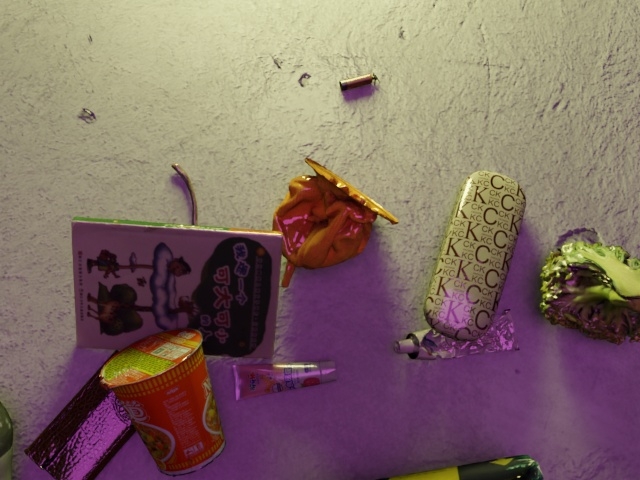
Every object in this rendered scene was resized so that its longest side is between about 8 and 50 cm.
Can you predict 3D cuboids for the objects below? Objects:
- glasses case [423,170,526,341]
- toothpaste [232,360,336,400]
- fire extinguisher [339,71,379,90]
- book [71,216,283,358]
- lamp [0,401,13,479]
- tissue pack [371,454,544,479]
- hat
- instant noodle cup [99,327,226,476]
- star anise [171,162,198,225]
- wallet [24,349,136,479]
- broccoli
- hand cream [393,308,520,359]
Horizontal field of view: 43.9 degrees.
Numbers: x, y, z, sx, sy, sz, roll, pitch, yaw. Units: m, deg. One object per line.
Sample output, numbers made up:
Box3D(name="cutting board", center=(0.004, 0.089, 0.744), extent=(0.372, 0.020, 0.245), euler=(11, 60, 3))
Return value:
Box3D(name="glasses case", center=(0.305, 0.026, 1.557), extent=(0.137, 0.085, 0.355), euler=(21, 71, 0))
Box3D(name="toothpaste", center=(-0.068, 0.259, 1.513), extent=(0.194, 0.043, 0.067), euler=(-7, 85, -2))
Box3D(name="fire extinguisher", center=(0.081, -0.325, 1.634), extent=(0.083, 0.022, 0.028), euler=(-16, 121, -9))
Box3D(name="book", center=(-0.261, 0.091, 1.446), extent=(0.370, 0.043, 0.260), euler=(3, 115, -4))
Box3D(name="lamp", center=(-0.585, 0.393, 1.367), extent=(0.182, 0.182, 0.314), euler=(-38, 96, -11))
Box3D(name="tissue pack", center=(0.195, 0.531, 1.352), extent=(0.416, 0.253, 0.264), euler=(-11, 79, 5))
Box3D(name="hat", center=(0.000, 0.000, 1.493), extent=(0.233, 0.233, 0.244), euler=(-55, 48, 8))
Box3D(name="instant noodle cup", center=(-0.263, 0.291, 1.399), extent=(0.193, 0.193, 0.212), euler=(-21, 108, -9))
Box3D(name="star anise", center=(-0.278, 0.002, 1.541), extent=(0.148, 0.218, 0.227), euler=(-10, 36, 21))
Box3D(name="wallet", center=(-0.410, 0.335, 1.459), extent=(0.133, 0.039, 0.243), euler=(41, 77, 3))
Box3D(name="broccoli", center=(0.543, 0.125, 1.519), extent=(0.242, 0.273, 0.180), euler=(7, 113, -4))
Box3D(name="hand cream", center=(0.264, 0.195, 1.557), extent=(0.257, 0.050, 0.084), euler=(-8, 83, -15))
